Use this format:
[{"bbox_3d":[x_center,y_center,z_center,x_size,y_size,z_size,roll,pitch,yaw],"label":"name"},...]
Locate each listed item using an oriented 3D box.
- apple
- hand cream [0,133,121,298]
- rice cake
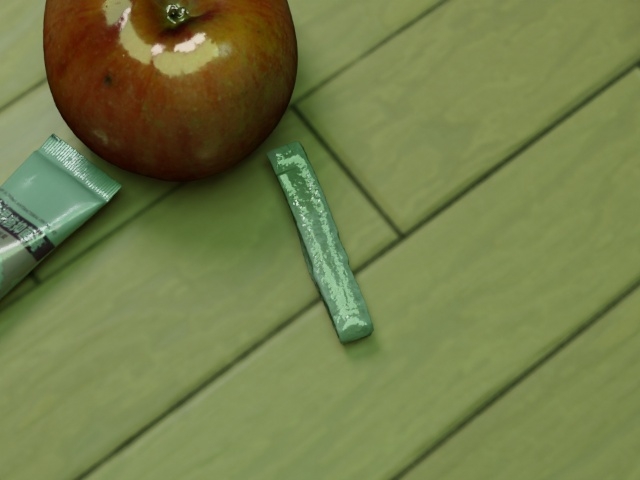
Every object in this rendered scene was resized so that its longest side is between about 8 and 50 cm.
[{"bbox_3d":[-0.114,-0.154,1.064,0.209,0.164,0.209,1,73,-4],"label":"apple"},{"bbox_3d":[-0.292,0.053,1.052,0.085,0.058,0.331,34,68,29],"label":"hand cream"},{"bbox_3d":[-0.001,0.000,1.089,0.033,0.029,0.170,-19,74,-5],"label":"rice cake"}]
